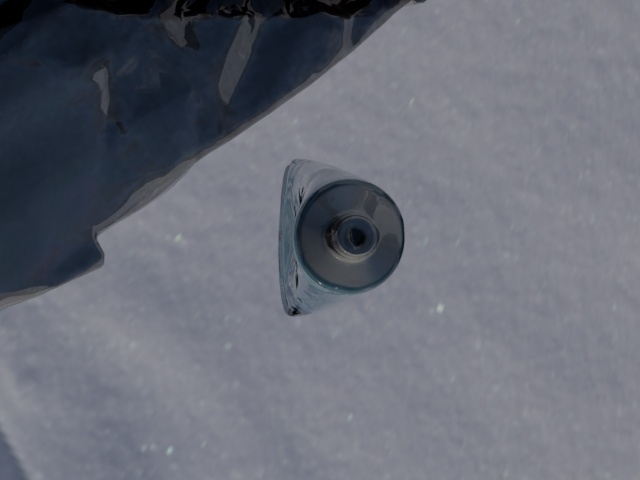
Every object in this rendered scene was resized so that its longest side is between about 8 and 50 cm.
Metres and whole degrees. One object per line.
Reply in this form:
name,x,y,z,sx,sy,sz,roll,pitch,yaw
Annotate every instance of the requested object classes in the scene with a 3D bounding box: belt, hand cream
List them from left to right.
belt,-0.089,-0.105,0.500,0.289,0.164,0.184,-42,125,-13
hand cream,0.000,0.000,0.868,0.048,0.224,0.083,0,91,-8
